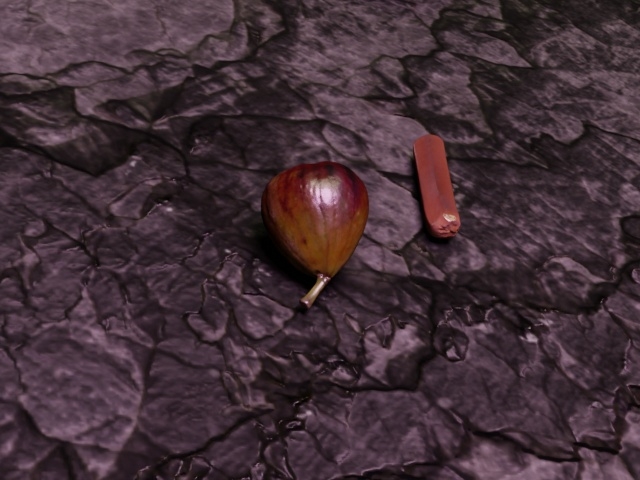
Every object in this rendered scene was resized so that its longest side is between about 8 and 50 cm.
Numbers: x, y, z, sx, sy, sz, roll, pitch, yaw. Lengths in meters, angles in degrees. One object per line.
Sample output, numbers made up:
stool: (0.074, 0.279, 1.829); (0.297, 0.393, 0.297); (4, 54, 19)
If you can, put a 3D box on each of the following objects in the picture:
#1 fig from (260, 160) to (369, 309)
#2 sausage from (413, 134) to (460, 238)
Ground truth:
fig: (0.000, 0.000, 1.144); (0.089, 0.089, 0.125); (3, 63, -22)
sausage: (0.104, -0.050, 1.289); (0.030, 0.035, 0.147); (-4, 35, 0)
